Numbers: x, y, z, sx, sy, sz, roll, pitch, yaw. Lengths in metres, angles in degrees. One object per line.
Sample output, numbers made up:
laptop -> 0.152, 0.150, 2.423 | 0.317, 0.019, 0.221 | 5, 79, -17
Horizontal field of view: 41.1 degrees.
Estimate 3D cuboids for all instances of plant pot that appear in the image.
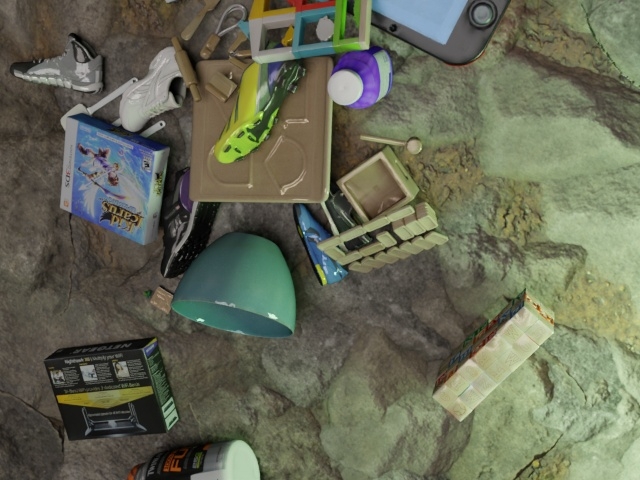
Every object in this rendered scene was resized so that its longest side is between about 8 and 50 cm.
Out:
plant pot -> -0.182, 0.094, 1.991 | 0.290, 0.290, 0.196 | 9, 72, 13

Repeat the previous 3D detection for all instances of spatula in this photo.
spatula -> -0.505, -0.283, 2.079 | 0.242, 0.019, 0.168 | -28, 96, 22

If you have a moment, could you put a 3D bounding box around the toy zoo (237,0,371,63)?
toy zoo -> -0.037, -0.467, 1.771 | 0.293, 0.030, 0.192 | -2, 71, 21

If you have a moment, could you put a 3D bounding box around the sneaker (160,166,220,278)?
sneaker -> -0.337, -0.046, 2.077 | 0.124, 0.107, 0.283 | 37, 113, 23

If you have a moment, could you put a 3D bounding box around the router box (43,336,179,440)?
router box -> -0.554, 0.397, 2.267 | 0.308, 0.081, 0.243 | -8, 104, 18

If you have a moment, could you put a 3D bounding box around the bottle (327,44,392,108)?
bottle -> 0.081, -0.331, 1.756 | 0.092, 0.283, 0.118 | 0, 108, 16

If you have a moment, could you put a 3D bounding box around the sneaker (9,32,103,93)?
sneaker -> -0.622, -0.434, 2.039 | 0.228, 0.086, 0.132 | 11, 105, 2

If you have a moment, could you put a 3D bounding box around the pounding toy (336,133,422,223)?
pounding toy -> 0.144, -0.165, 1.890 | 0.206, 0.094, 0.181 | -33, 96, 22

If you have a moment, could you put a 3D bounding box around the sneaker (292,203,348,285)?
sneaker -> 0.000, 0.000, 2.006 | 0.082, 0.069, 0.209 | -24, 93, -7

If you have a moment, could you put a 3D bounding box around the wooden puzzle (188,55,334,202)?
wooden puzzle -> -0.129, -0.244, 1.918 | 0.347, 0.080, 0.322 | 1, 87, 20

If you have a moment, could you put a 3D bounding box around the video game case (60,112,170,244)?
video game case -> -0.500, -0.148, 2.057 | 0.269, 0.061, 0.244 | 22, 117, 21

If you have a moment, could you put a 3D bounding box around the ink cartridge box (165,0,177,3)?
ink cartridge box -> -0.279, -0.667, 1.882 | 0.224, 0.045, 0.223 | -16, 102, 19

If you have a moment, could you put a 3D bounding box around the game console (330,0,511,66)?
game console -> 0.222, -0.581, 1.761 | 0.386, 0.060, 0.342 | 29, 112, 5

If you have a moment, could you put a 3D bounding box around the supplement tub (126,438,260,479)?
supplement tub -> -0.332, 0.633, 2.217 | 0.316, 0.193, 0.194 | -15, 102, 19

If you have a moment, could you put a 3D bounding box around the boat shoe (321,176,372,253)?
boat shoe -> 0.044, -0.087, 1.953 | 0.079, 0.084, 0.233 | -21, 105, 16

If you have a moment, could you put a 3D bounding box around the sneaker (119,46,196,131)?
sneaker -> -0.374, -0.329, 1.964 | 0.232, 0.090, 0.115 | -49, 63, 20

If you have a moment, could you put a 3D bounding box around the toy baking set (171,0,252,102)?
toy baking set -> -0.233, -0.429, 1.906 | 0.196, 0.030, 0.256 | -26, 78, 0

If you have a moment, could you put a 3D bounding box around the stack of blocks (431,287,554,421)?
stack of blocks -> 0.385, 0.246, 1.907 | 0.087, 0.171, 0.297 | 41, 112, 1

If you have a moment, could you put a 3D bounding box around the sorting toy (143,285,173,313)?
sorting toy -> -0.413, 0.145, 2.187 | 0.083, 0.012, 0.062 | 32, 117, 1

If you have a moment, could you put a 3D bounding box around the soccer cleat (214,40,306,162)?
soccer cleat -> -0.146, -0.298, 1.843 | 0.121, 0.093, 0.289 | 40, 99, 30

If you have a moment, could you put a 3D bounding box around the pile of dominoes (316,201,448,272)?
pile of dominoes -> 0.142, -0.009, 1.922 | 0.251, 0.196, 0.040 | -22, 56, 21
